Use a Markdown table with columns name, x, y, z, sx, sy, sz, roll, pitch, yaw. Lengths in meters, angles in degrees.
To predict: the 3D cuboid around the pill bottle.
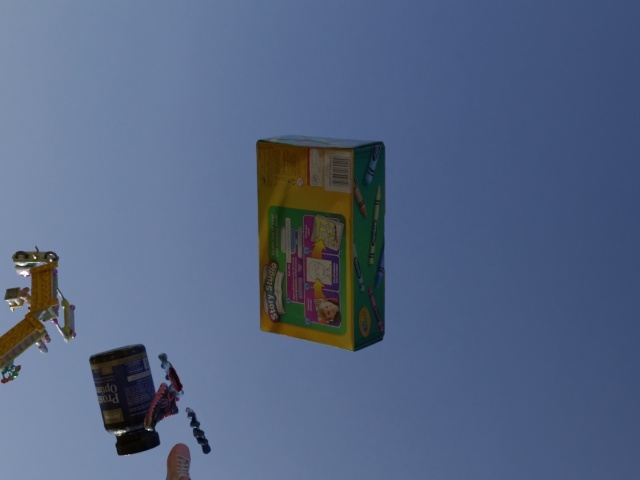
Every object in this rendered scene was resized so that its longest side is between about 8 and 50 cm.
| name | x | y | z | sx | sy | sz | roll | pitch | yaw |
| --- | --- | --- | --- | --- | --- | --- | --- | --- | --- |
| pill bottle | -0.409 | 0.337 | 2.187 | 0.122 | 0.122 | 0.219 | -14 | -91 | 47 |

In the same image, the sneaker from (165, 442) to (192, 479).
| name | x | y | z | sx | sy | sz | roll | pitch | yaw |
| --- | --- | --- | --- | --- | --- | --- | --- | --- | --- |
| sneaker | -0.269 | 0.453 | 2.000 | 0.070 | 0.051 | 0.134 | -30 | -142 | 45 |

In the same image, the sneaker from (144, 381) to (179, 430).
| name | x | y | z | sx | sy | sz | roll | pitch | yaw |
| --- | --- | --- | --- | --- | --- | --- | --- | --- | --- |
| sneaker | -0.305 | 0.329 | 2.012 | 0.047 | 0.057 | 0.119 | -56 | -171 | 35 |

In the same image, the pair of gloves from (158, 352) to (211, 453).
| name | x | y | z | sx | sy | sz | roll | pitch | yaw |
| --- | --- | --- | --- | --- | --- | --- | --- | --- | --- |
| pair of gloves | -0.253 | 0.302 | 1.907 | 0.023 | 0.198 | 0.159 | -24 | -176 | -12 |

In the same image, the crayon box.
| name | x | y | z | sx | sy | sz | roll | pitch | yaw |
| --- | --- | --- | --- | --- | --- | --- | --- | --- | --- |
| crayon box | 0.000 | 0.000 | 1.419 | 0.165 | 0.081 | 0.279 | 9 | -75 | 36 |

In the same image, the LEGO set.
| name | x | y | z | sx | sy | sz | roll | pitch | yaw |
| --- | --- | --- | --- | --- | --- | --- | --- | --- | --- |
| LEGO set | -0.467 | 0.147 | 1.650 | 0.132 | 0.107 | 0.287 | 1 | -130 | 16 |
